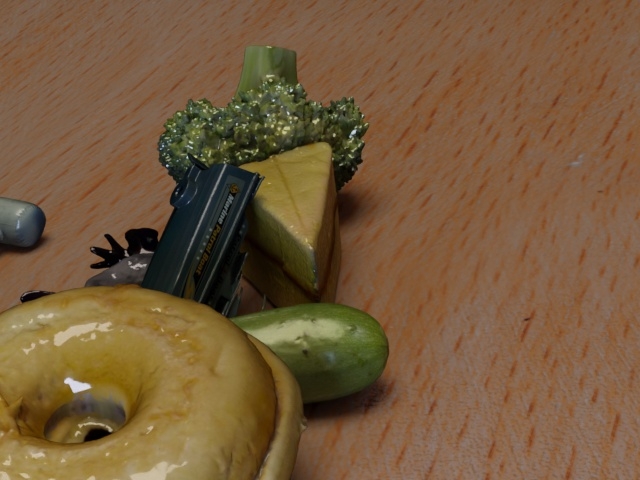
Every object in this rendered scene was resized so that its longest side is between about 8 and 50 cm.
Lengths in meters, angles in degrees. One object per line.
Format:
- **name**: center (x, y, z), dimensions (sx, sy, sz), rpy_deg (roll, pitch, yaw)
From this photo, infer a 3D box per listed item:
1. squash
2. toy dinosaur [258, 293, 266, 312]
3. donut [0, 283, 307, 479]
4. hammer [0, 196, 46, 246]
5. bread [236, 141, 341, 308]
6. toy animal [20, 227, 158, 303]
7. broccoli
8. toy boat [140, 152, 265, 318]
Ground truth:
- **squash**: center (-0.104, 0.145, 1.695), dimensions (0.371, 0.118, 0.118), rpy_deg (-8, 27, 5)
- **toy dinosaur**: center (-0.113, 0.129, 1.810), dimensions (0.058, 0.037, 0.180), rpy_deg (22, 40, 37)
- **donut**: center (-0.223, 0.217, 1.469), dimensions (0.449, 0.198, 0.449), rpy_deg (-4, 35, 3)
- **hammer**: center (-0.499, 0.004, 2.122), dimensions (0.116, 0.069, 0.194), rpy_deg (11, 37, 29)
- **bread**: center (0.001, 0.002, 1.899), dimensions (0.163, 0.167, 0.264), rpy_deg (-19, 33, -22)
- **toy animal**: center (-0.243, 0.060, 1.900), dimensions (0.195, 0.090, 0.324), rpy_deg (6, 15, 9)
- **broccoli**: center (-0.073, -0.142, 2.094), dimensions (0.235, 0.259, 0.288), rpy_deg (33, 16, 38)
- **toy boat**: center (-0.159, 0.042, 1.813), dimensions (0.114, 0.122, 0.296), rpy_deg (-13, 53, 57)
